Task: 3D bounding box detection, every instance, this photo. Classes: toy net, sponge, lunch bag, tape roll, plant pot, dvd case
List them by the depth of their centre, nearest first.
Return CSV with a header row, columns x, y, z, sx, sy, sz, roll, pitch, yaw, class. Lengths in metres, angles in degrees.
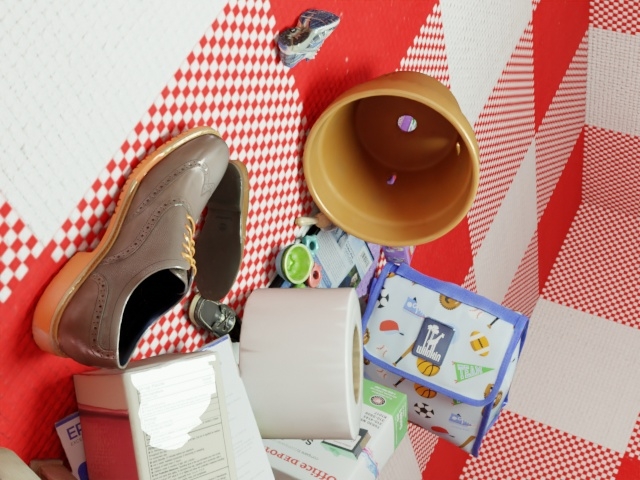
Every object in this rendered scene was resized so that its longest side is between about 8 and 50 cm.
x,y,z,sx,sy,sz,roll,pitch,yaw,class
-0.024,0.200,1.509,0.246,0.169,0.246,-1,90,-81,tape roll
0.133,-0.163,1.599,0.203,0.291,0.291,-68,162,-55,plant pot
0.000,0.000,1.627,0.122,0.045,0.232,56,52,-32,toy net
0.007,0.060,1.702,0.253,0.022,0.180,-55,135,-32,dvd case
0.056,0.068,1.853,0.210,0.031,0.117,-22,125,-58,sponge
0.253,0.241,1.996,0.239,0.328,0.385,-53,158,-40,lunch bag

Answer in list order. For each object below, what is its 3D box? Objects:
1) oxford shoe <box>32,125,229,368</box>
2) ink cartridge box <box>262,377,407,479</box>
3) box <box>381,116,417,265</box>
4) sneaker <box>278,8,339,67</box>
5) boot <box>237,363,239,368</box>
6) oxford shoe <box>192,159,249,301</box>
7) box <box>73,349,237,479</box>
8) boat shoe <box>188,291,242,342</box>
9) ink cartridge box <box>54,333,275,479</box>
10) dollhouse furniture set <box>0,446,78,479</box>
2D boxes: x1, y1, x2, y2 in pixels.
x,y,z,sx,sy,sz,roll,pitch,yaw,class
-0.195,0.009,1.159,0.363,0.133,0.130,-60,152,-26,oxford shoe
0.017,0.389,1.784,0.278,0.201,0.117,-47,145,-42,ink cartridge box
0.164,-0.111,1.895,0.293,0.057,0.201,71,34,-53,box
-0.020,-0.308,1.424,0.135,0.052,0.058,-41,152,-37,sneaker
-0.192,0.272,1.412,0.219,0.082,0.106,-63,157,-15,boot
-0.133,-0.014,1.354,0.076,0.076,0.212,-33,137,-70,oxford shoe
-0.207,0.268,1.187,0.149,0.127,0.232,-8,89,-45,box
-0.152,0.119,1.425,0.056,0.049,0.152,-69,157,-12,boat shoe
-0.208,0.330,1.310,0.304,0.072,0.307,-24,99,-42,ink cartridge box
-0.379,0.334,1.049,0.242,0.161,0.212,9,99,-43,dollhouse furniture set
